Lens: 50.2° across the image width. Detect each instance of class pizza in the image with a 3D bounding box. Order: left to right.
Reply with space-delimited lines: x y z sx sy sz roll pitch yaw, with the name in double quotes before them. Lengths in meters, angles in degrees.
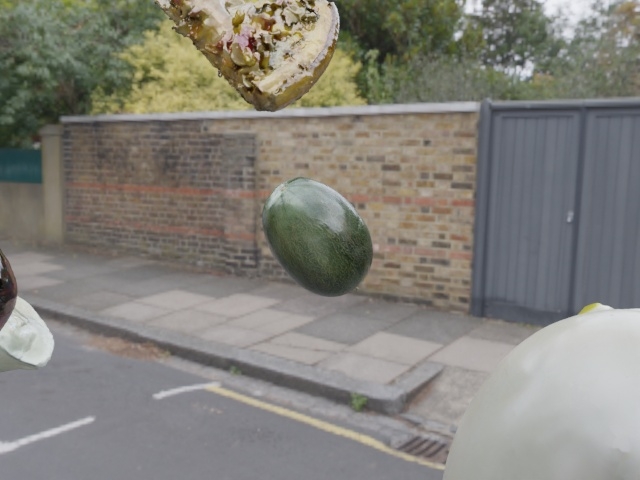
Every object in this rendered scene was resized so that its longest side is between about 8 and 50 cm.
"pizza" -0.087 -0.339 1.065 0.287 0.074 0.251 45 54 14

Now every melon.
"melon" 0.000 0.000 0.813 0.114 0.167 0.114 -32 24 16

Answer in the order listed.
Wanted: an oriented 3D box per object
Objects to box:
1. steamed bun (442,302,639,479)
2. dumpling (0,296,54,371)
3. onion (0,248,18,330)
"steamed bun" 0.270 0.248 0.620 0.334 0.374 0.334 22 16 -7
"dumpling" -0.612 0.156 1.265 0.252 0.131 0.179 15 31 -4
"onion" -0.487 0.041 0.781 0.281 0.221 0.281 25 12 -5
